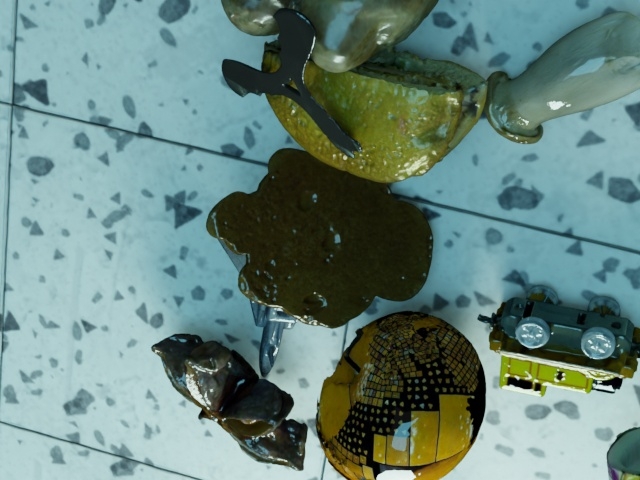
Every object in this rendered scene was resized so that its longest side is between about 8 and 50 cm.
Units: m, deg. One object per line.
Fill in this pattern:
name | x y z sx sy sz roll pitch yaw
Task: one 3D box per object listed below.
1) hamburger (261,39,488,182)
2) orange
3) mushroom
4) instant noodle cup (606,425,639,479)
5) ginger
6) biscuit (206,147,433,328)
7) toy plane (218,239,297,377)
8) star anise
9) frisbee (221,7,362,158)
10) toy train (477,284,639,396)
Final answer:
hamburger | 0.053 -0.155 1.530 0.283 0.144 0.157 17 125 27
orange | 0.102 0.205 1.613 0.182 0.234 0.234 35 118 -20
mushroom | 0.286 -0.185 1.479 0.212 0.088 0.097 -32 131 31
instant noodle cup | 0.490 0.346 1.517 0.339 0.340 0.266 -12 96 21
ginger | -0.006 -0.318 1.460 0.304 0.155 0.245 19 83 15
biscuit | 0.000 0.000 1.597 0.290 0.041 0.208 13 89 -15
toy plane | -0.053 0.082 1.686 0.212 0.088 0.267 7 117 -11
star anise | -0.113 0.202 1.730 0.214 0.099 0.220 8 140 45
frisbee | -0.022 -0.162 1.455 0.187 0.012 0.211 49 152 -13
toy train | 0.300 0.134 1.603 0.219 0.089 0.127 10 124 13
